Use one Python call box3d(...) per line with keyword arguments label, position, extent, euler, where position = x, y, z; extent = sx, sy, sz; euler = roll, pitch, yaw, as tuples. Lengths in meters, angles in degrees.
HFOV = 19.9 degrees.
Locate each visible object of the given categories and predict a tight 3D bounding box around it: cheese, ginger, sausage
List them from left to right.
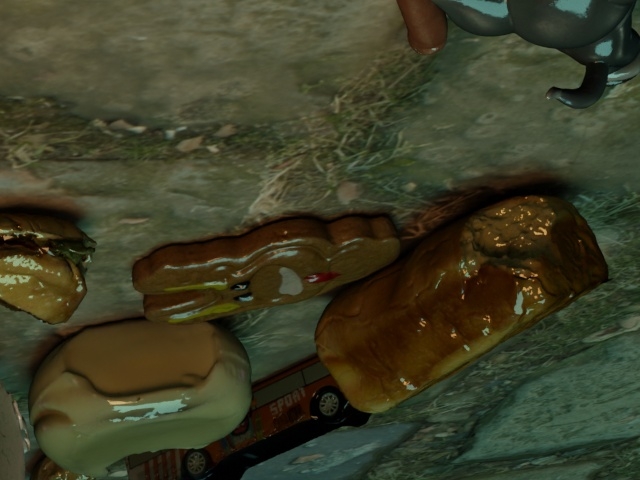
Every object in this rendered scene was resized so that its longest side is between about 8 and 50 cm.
box3d(label="ginger", position=(-0.348, 0.324, 2.442), extent=(0.095, 0.069, 0.190), euler=(2, 152, -24))
box3d(label="cheese", position=(-0.210, 0.183, 2.147), extent=(0.266, 0.127, 0.233), euler=(-8, 156, -13))
box3d(label="sausage", position=(0.083, -0.206, 1.583), extent=(0.042, 0.036, 0.158), euler=(-30, 154, 4))

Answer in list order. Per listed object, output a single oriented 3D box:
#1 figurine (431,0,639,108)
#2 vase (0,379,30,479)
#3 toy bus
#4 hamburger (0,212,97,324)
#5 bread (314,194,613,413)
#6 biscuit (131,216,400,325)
box3d(label="figurine", position=(0.204, -0.198, 1.563), extent=(0.193, 0.140, 0.265), euler=(-4, 145, 16))
box3d(label="vase", position=(-0.555, 0.262, 2.001), extent=(0.445, 0.250, 0.250), euler=(-17, 156, 12))
box3d(label="toy bus", position=(-0.076, 0.244, 2.403), extent=(0.409, 0.092, 0.093), euler=(-26, 156, 23))
box3d(label="hamburger", position=(-0.276, 0.010, 1.792), extent=(0.102, 0.087, 0.176), euler=(-37, 142, 17))
box3d(label="bread", position=(0.153, 0.064, 2.078), extent=(0.344, 0.148, 0.195), euler=(-35, 171, 36))
box3d(label="biscuit", position=(-0.056, 0.034, 2.011), extent=(0.295, 0.044, 0.186), euler=(-14, 159, -1))
